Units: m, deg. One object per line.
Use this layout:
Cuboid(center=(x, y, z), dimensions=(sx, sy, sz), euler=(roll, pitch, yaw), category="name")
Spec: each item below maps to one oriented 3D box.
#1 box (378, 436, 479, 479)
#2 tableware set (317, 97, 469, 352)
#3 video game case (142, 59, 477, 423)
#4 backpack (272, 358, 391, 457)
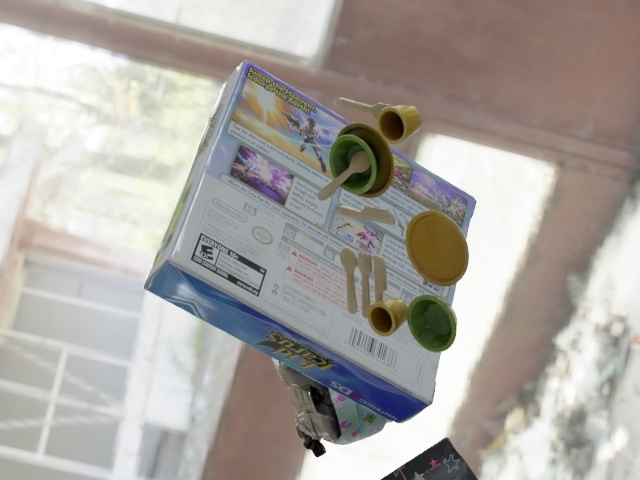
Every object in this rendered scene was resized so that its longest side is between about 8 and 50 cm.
Cuboid(center=(0.055, 0.337, 1.449), dimensions=(0.142, 0.247, 0.163), euler=(55, 161, 15), category="box")
Cuboid(center=(0.044, -0.009, 0.882), dimensions=(0.024, 0.104, 0.154), euler=(-23, -62, -45), category="tableware set")
Cuboid(center=(0.000, 0.000, 1.309), dimensions=(0.061, 0.269, 0.244), euler=(-41, 24, 49), category="video game case")
Cuboid(center=(0.022, 0.160, 1.621), dimensions=(0.152, 0.115, 0.182), euler=(66, 166, -3), category="backpack")
